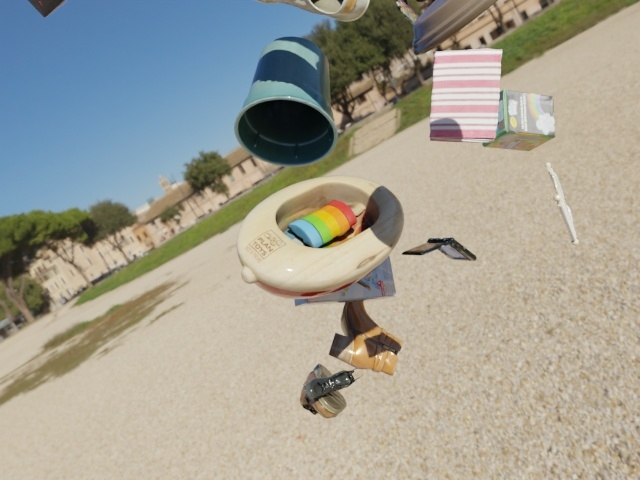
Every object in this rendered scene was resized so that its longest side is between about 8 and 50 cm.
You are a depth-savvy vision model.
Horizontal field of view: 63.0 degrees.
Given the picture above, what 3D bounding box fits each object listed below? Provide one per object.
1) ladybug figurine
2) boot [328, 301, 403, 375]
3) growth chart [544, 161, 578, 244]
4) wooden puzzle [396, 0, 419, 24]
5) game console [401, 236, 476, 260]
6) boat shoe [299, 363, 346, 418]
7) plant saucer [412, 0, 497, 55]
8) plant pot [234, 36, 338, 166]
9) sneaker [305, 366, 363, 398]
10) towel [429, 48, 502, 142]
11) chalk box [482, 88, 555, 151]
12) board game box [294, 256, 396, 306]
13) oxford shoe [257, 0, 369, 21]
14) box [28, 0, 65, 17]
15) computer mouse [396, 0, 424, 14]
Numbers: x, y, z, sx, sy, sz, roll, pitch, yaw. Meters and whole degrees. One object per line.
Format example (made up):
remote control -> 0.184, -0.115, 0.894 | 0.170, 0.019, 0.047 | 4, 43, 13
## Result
ladybug figurine -> 0.000, 0.000, 1.217 | 0.449, 0.305, 0.162 | -26, -37, -32
boot -> 0.168, 0.289, 1.703 | 0.109, 0.220, 0.284 | 101, -172, -51
growth chart -> 0.584, -0.099, 1.270 | 0.021, 0.172, 0.237 | -21, 22, 26
wooden puzzle -> 0.181, -0.462, 1.065 | 0.006, 0.083, 0.049 | -34, 47, 36
game console -> 0.249, 0.032, 1.106 | 0.071, 0.107, 0.122 | -55, 9, -7
boat shoe -> 0.000, 0.465, 1.536 | 0.104, 0.110, 0.307 | -48, 1, 1
plant saucer -> 0.234, -0.372, 0.738 | 0.278, 0.041, 0.278 | -41, 14, 12
plant pot -> -0.104, -0.487, 1.792 | 0.341, 0.341, 0.335 | -24, 50, 38
sneaker -> 0.039, 0.380, 1.407 | 0.089, 0.051, 0.170 | -30, -19, 28
towel -> 0.315, -0.314, 1.141 | 0.144, 0.197, 0.029 | 4, 9, 14
chalk box -> 0.555, -0.351, 1.535 | 0.212, 0.133, 0.132 | 4, -10, -13
board game box -> 0.053, 0.016, 1.473 | 0.317, 0.319, 0.065 | 1, -16, -35
oxford shoe -> -0.085, -0.700, 1.381 | 0.130, 0.448, 0.169 | -40, -29, -65
box -> -0.717, -0.737, 1.304 | 0.165, 0.270, 0.143 | -22, 36, 28
computer mouse -> 0.364, -0.914, 1.797 | 0.261, 0.184, 0.060 | -25, 52, -6
